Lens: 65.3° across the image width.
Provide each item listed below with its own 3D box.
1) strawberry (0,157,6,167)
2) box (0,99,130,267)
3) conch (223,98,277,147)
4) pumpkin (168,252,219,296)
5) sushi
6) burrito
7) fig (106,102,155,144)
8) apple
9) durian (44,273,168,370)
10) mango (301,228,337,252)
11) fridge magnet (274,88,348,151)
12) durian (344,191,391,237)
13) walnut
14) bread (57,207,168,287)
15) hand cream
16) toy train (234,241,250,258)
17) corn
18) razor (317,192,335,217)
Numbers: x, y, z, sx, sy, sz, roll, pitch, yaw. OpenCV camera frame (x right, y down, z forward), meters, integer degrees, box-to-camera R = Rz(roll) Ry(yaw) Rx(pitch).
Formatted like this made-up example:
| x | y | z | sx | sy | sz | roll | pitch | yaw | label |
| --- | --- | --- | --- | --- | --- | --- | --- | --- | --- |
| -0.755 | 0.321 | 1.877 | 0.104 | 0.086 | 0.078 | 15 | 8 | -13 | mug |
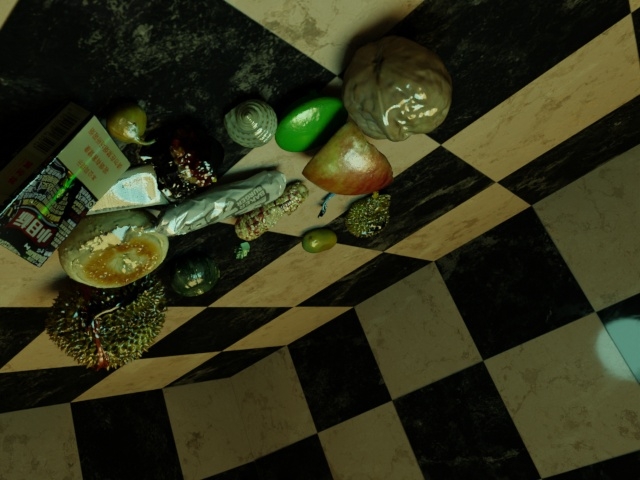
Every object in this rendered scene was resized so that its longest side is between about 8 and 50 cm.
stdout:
| x | y | z | sx | sy | sz | roll | pitch | yaw | label |
| --- | --- | --- | --- | --- | --- | --- | --- | --- | --- |
| -0.727 | -0.120 | 1.000 | 0.201 | 0.187 | 0.184 | 4 | 117 | 5 | strawberry |
| -0.560 | -0.115 | 1.043 | 0.310 | 0.084 | 0.198 | -56 | 167 | -18 | box |
| -0.172 | -0.280 | 1.235 | 0.135 | 0.102 | 0.153 | -5 | 157 | 4 | conch |
| -0.465 | 0.129 | 1.839 | 0.190 | 0.146 | 0.190 | -27 | 180 | 0 | pumpkin |
| -0.316 | -0.197 | 1.214 | 0.150 | 0.153 | 0.172 | -7 | 142 | 18 | sushi |
| -0.304 | -0.102 | 1.442 | 0.445 | 0.101 | 0.139 | -24 | -177 | -29 | burrito |
| -0.414 | -0.245 | 1.080 | 0.084 | 0.098 | 0.082 | -30 | -175 | -39 | fig |
| 0.073 | -0.216 | 1.398 | 0.254 | 0.179 | 0.346 | -5 | 180 | -5 | apple |
| -0.715 | 0.259 | 1.688 | 0.384 | 0.348 | 0.347 | -5 | 155 | -12 | durian |
| 0.001 | -0.002 | 2.072 | 0.191 | 0.085 | 0.122 | -11 | 147 | -50 | mango |
| -0.026 | -0.306 | 1.306 | 0.208 | 0.088 | 0.208 | -24 | 162 | -8 | fridge magnet |
| 0.201 | -0.096 | 1.959 | 0.193 | 0.138 | 0.237 | -16 | 157 | -16 | durian |
| 0.182 | -0.359 | 1.203 | 0.273 | 0.227 | 0.273 | -16 | 155 | -7 | walnut |
| -0.582 | 0.007 | 1.412 | 0.305 | 0.159 | 0.305 | -24 | 155 | -12 | bread |
| -0.555 | -0.121 | 1.270 | 0.340 | 0.078 | 0.124 | -14 | 123 | -24 | hand cream |
| -0.305 | 0.040 | 1.937 | 0.053 | 0.033 | 0.083 | -17 | 158 | -22 | toy train |
| -0.163 | -0.096 | 1.669 | 0.290 | 0.098 | 0.098 | -30 | 157 | 19 | corn |
| 0.071 | -0.176 | 1.778 | 0.253 | 0.042 | 0.082 | -40 | -165 | 36 | razor |
